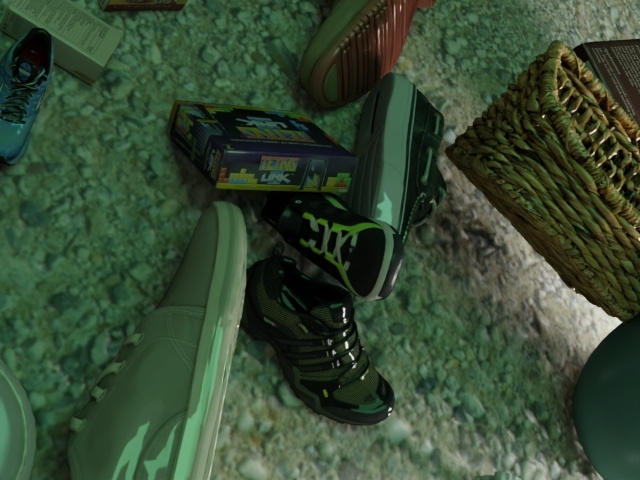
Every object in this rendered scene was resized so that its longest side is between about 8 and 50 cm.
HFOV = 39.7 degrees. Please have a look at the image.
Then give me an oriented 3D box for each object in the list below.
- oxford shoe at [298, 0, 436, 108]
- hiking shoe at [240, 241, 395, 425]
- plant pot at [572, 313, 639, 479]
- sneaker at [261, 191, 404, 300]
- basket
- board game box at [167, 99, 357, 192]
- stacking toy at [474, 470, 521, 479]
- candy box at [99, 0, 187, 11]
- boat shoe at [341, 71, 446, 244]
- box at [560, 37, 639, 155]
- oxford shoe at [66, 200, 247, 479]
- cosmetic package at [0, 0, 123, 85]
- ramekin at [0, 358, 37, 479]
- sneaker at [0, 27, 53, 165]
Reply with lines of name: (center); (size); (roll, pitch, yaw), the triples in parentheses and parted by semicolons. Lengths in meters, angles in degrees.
oxford shoe: (0.057, -0.330, 1.220); (0.146, 0.141, 0.397); (23, 54, 16)
hiking shoe: (0.004, 0.105, 0.933); (0.227, 0.114, 0.086); (44, 51, -7)
plant pot: (0.465, 0.209, 1.110); (0.292, 0.235, 0.293); (16, 57, -27)
sneaker: (0.000, 0.000, 0.952); (0.097, 0.234, 0.084); (9, 103, -29)
basket: (0.343, -0.079, 1.099); (0.223, 0.213, 0.299); (-44, 102, 3)
board game box: (-0.067, -0.106, 0.995); (0.170, 0.048, 0.141); (-1, 28, -34)
stacking toy: (0.258, 0.376, 1.007); (0.221, 0.052, 0.167); (26, 56, -23)
candy box: (-0.235, -0.367, 1.066); (0.109, 0.053, 0.187); (-13, 75, -39)
boat shoe: (0.104, -0.074, 1.091); (0.119, 0.121, 0.335); (26, 52, -15)
box: (0.430, -0.190, 1.343); (0.203, 0.167, 0.169); (-12, 73, -38)
oxford shoe: (-0.150, 0.145, 0.793); (0.130, 0.169, 0.450); (12, 58, -3)
cosmetic package: (-0.281, -0.228, 0.966); (0.115, 0.041, 0.060); (32, 52, -16)
ramekin: (-0.322, 0.164, 0.687); (0.207, 0.109, 0.207); (16, 58, -26)
sneaker: (-0.307, -0.150, 0.887); (0.063, 0.073, 0.162); (20, 57, -24)
